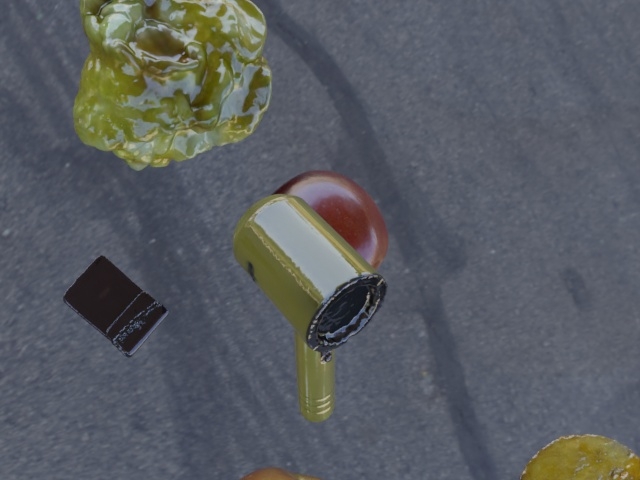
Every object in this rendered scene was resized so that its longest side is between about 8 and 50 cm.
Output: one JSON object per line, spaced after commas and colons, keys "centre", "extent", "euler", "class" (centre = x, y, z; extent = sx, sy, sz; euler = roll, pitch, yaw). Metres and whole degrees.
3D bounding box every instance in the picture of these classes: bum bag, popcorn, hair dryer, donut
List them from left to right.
{"centre": [-0.346, 0.110, 1.627], "extent": [0.159, 0.026, 0.109], "euler": [43, 66, -13], "class": "bum bag"}
{"centre": [-0.257, -0.290, 1.659], "extent": [0.334, 0.293, 0.292], "euler": [2, 63, -41], "class": "popcorn"}
{"centre": [-0.014, 0.086, 0.953], "extent": [0.090, 0.279, 0.135], "euler": [-31, 56, -23], "class": "hair dryer"}
{"centre": [0.292, 0.311, 1.057], "extent": [0.174, 0.074, 0.190], "euler": [-20, 73, -2], "class": "donut"}

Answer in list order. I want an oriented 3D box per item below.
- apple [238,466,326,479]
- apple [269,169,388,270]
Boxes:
{"centre": [-0.048, 0.425, 1.330], "extent": [0.253, 0.253, 0.254], "euler": [10, 70, -29], "class": "apple"}
{"centre": [0.000, 0.000, 1.561], "extent": [0.201, 0.218, 0.218], "euler": [40, 55, 13], "class": "apple"}
